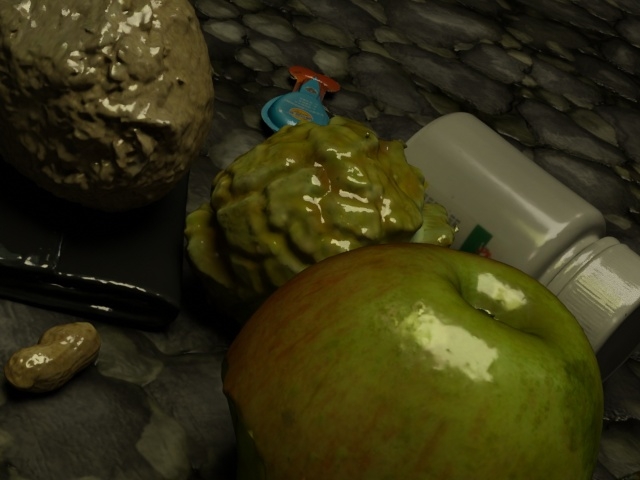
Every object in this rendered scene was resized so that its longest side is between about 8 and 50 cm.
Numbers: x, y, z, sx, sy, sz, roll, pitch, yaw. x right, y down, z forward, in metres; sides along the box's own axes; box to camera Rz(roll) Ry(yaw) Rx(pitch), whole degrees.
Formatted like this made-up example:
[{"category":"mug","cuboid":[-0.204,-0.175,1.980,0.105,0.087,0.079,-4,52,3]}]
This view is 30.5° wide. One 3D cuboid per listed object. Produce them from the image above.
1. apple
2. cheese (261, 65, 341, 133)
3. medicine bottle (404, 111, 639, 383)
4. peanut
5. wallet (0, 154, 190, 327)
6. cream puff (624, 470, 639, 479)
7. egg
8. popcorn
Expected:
[{"category":"apple","cuboid":[0.076,0.160,1.022,0.340,0.339,0.339,17,33,-11]},{"category":"cheese","cuboid":[-0.024,-0.200,1.737,0.106,0.037,0.256,23,30,-3]},{"category":"medicine bottle","cuboid":[0.237,0.017,1.428,0.340,0.208,0.208,42,36,26]},{"category":"peanut","cuboid":[-0.254,0.112,1.119,0.054,0.054,0.113,35,34,16]},{"category":"wallet","cuboid":[-0.262,-0.064,1.355,0.228,0.062,0.406,15,33,-14]},{"category":"cream puff","cuboid":[0.330,0.302,1.153,0.116,0.146,0.146,38,30,-11]},{"category":"egg","cuboid":[-0.243,-0.182,1.246,0.279,0.279,0.310,-16,62,-46]},{"category":"popcorn","cuboid":[0.008,-0.006,1.283,0.282,0.247,0.282,25,42,-25]}]
